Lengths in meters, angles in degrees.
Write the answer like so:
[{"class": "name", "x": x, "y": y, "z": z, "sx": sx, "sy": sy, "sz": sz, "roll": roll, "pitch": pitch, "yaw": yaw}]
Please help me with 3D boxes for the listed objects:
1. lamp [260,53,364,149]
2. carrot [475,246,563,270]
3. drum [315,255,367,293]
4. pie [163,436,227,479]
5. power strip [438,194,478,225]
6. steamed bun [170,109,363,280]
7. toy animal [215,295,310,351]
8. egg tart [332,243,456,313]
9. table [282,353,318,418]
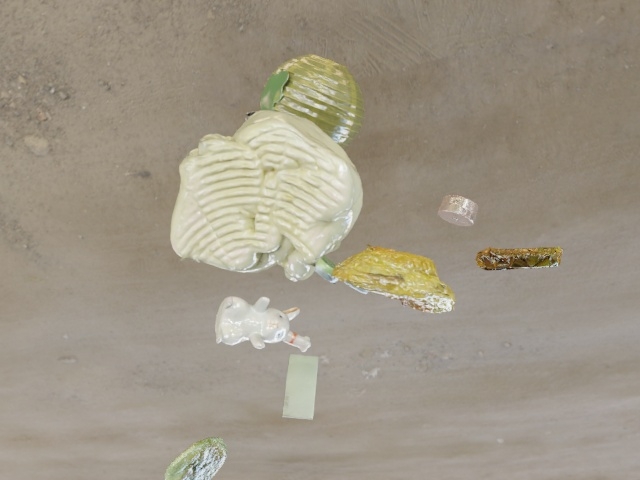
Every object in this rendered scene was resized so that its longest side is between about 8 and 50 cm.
[{"class": "lamp", "x": -0.024, "y": -0.286, "z": 1.147, "sx": 0.250, "sy": 0.250, "sz": 0.284, "roll": 14, "pitch": 105, "yaw": -12}, {"class": "carrot", "x": 0.554, "y": 0.050, "z": 1.358, "sx": 0.229, "sy": 0.069, "sz": 0.069, "roll": -4, "pitch": 139, "yaw": 39}, {"class": "drum", "x": 0.065, "y": 0.122, "z": 1.756, "sx": 0.253, "sy": 0.130, "sz": 0.049, "roll": 28, "pitch": 102, "yaw": -45}, {"class": "pie", "x": -0.332, "y": 0.608, "z": 1.305, "sx": 0.187, "sy": 0.041, "sz": 0.186, "roll": -25, "pitch": 133, "yaw": -30}, {"class": "power strip", "x": 0.566, "y": -0.122, "z": 1.998, "sx": 0.154, "sy": 0.078, "sz": 0.154, "roll": 22, "pitch": 170, "yaw": 4}, {"class": "steamed bun", "x": -0.083, "y": -0.075, "z": 0.809, "sx": 0.320, "sy": 0.206, "sz": 0.275, "roll": 2, "pitch": 106, "yaw": 12}, {"class": "toy animal", "x": -0.155, "y": 0.233, "z": 1.361, "sx": 0.283, "sy": 0.140, "sz": 0.138, "roll": 9, "pitch": 168, "yaw": -6}, {"class": "egg tart", "x": 0.204, "y": 0.102, "z": 1.436, "sx": 0.340, "sy": 0.153, "sz": 0.351, "roll": 19, "pitch": 174, "yaw": -20}, {"class": "table", "x": -0.081, "y": 0.593, "z": 1.953, "sx": 0.122, "sy": 0.240, "sz": 0.111, "roll": 7, "pitch": 154, "yaw": -1}]
